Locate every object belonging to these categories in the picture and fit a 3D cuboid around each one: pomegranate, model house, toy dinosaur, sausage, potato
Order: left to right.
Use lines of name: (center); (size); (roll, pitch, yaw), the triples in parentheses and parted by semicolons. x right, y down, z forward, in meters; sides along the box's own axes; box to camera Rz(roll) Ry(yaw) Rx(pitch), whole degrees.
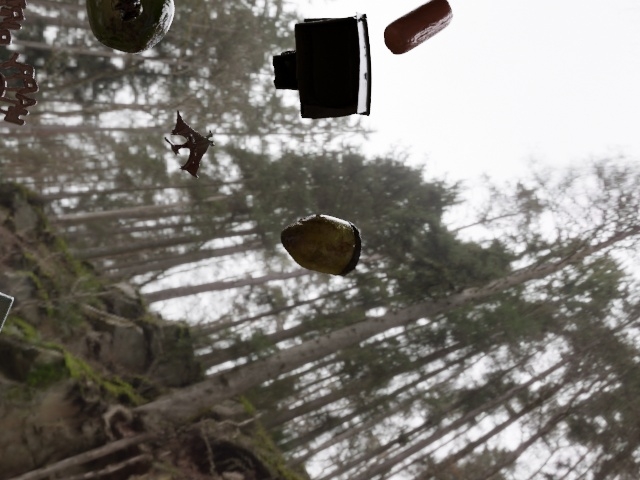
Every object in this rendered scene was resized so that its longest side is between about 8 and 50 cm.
pomegranate: (-0.390, -0.488, 1.619); (0.210, 0.179, 0.179); (-29, -104, 61)
toy dinosaur: (-0.295, -0.219, 1.789); (0.220, 0.108, 0.032); (84, -16, -49)
potato: (0.000, 0.000, 1.179); (0.066, 0.103, 0.096); (-44, -126, 43)
model house: (0.024, -0.366, 1.658); (0.204, 0.243, 0.212); (2, -76, 19)
sausage: (0.176, -0.384, 1.400); (0.062, 0.154, 0.062); (37, -32, 28)

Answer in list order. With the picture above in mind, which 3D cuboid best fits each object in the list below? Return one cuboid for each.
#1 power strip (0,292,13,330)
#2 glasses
power strip: (-0.776, 0.233, 1.688); (0.229, 0.141, 0.261); (-25, -135, 62)
glasses: (-0.474, -0.277, 1.066); (0.095, 0.162, 0.256); (-12, -90, 66)
